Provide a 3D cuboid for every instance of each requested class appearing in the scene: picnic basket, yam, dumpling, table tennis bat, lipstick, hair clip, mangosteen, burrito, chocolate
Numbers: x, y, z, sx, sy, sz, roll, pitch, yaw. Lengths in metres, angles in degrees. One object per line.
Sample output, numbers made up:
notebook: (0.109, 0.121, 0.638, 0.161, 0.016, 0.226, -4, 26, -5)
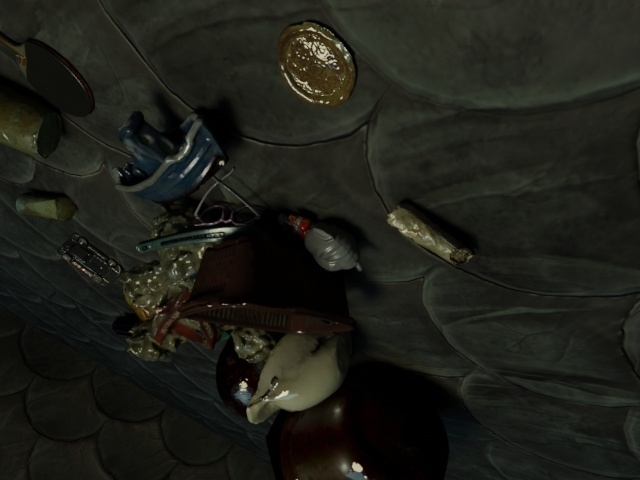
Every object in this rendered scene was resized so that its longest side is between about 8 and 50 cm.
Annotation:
picnic basket: (-0.086, 0.086, 0.806, 0.296, 0.129, 0.222, 17, 158, -39)
yam: (-0.720, -0.087, 1.171, 0.169, 0.068, 0.068, 8, 138, 28)
dumpling: (-0.037, 0.291, 0.996, 0.243, 0.176, 0.227, -14, 148, 4)
table tennis bat: (-0.504, -0.307, 0.802, 0.220, 0.019, 0.130, 36, 143, -10)
lipstick: (-0.568, 0.295, 1.513, 0.417, 0.077, 0.077, -5, 132, 37)
hair clip: (-0.219, -0.003, 0.830, 0.229, 0.070, 0.039, -9, 111, -4)
mangosteen: (-0.121, 0.321, 1.129, 0.288, 0.232, 0.232, -9, 132, 15)
burrito: (0.167, -0.005, 0.671, 0.149, 0.055, 0.041, 34, 113, -2)
chocolate: (0.109, 0.482, 1.029, 0.383, 0.384, 0.331, 35, 144, -7)
yam: (-0.601, -0.238, 0.877, 0.193, 0.107, 0.107, 25, 144, 5)

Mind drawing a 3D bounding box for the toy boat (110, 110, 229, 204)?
toy boat: (-0.271, -0.142, 0.743, 0.309, 0.129, 0.142, -11, 138, 44)

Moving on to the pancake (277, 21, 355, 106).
pancake: (-0.006, -0.219, 0.567, 0.114, 0.011, 0.115, 17, 143, 14)

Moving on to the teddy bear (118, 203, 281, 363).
teddy bear: (-0.272, 0.094, 0.965, 0.356, 0.225, 0.368, 1, 137, 7)

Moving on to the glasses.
glasses: (-0.180, -0.080, 0.805, 0.139, 0.063, 0.104, 4, 135, 20)

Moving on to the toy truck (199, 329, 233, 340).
toy truck: (-0.300, 0.238, 1.269, 0.079, 0.065, 0.147, 41, 141, -20)

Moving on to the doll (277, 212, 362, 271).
doll: (0.000, 0.000, 0.776, 0.180, 0.079, 0.094, 29, 160, 23)

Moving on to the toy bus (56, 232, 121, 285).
toy bus: (-0.674, 0.064, 1.318, 0.174, 0.079, 0.077, 41, 151, -15)

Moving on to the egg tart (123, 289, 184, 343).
egg tart: (-0.438, 0.184, 1.257, 0.240, 0.106, 0.241, 22, 139, 20)
